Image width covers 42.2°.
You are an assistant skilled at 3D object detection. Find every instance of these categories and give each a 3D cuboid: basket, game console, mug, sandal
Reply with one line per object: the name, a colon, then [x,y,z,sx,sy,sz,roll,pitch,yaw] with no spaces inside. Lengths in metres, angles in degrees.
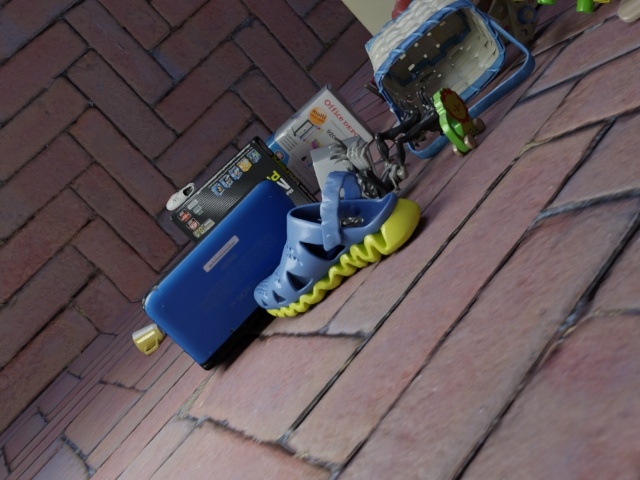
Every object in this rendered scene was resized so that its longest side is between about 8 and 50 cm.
basket: [0.226,-0.309,1.488,0.254,0.201,0.289,-38,40,17]
game console: [-0.148,0.061,1.409,0.293,0.250,0.173,-47,32,-12]
mug: [-0.415,0.242,2.040,0.064,0.078,0.062,-34,-20,5]
sandal: [0.000,0.000,1.242,0.317,0.138,0.126,-39,13,33]

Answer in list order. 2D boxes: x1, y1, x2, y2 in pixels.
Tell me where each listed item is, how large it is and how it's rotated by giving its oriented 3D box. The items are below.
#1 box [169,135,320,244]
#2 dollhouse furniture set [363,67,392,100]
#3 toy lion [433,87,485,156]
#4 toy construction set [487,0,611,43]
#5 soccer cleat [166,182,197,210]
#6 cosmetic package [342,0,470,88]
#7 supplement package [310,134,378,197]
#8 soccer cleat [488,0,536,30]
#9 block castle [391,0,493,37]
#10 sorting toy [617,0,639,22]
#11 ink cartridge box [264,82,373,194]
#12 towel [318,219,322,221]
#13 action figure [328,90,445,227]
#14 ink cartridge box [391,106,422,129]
box: [-0.167,-0.066,1.856,0.270,0.216,0.060,-40,10,15]
dollhouse furniture set: [0.283,-0.545,2.320,0.374,0.152,0.201,-59,8,13]
toy lion: [0.211,-0.192,1.301,0.034,0.096,0.100,-35,15,38]
toy construction set: [0.374,-0.448,1.431,0.327,0.214,0.151,174,97,-73]
soccer cleat: [-0.308,-0.097,1.834,0.083,0.029,0.035,-38,6,3]
cosmetic package: [0.209,-0.500,1.887,0.160,0.309,0.113,-38,12,31]
supplement package: [0.046,-0.123,1.529,0.105,0.105,0.179,-18,12,1]
soccer cleat: [0.412,-0.567,1.847,0.116,0.143,0.331,-34,15,40]
block castle: [0.275,-0.658,1.655,0.453,0.212,0.303,-57,-31,-9]
sorting toy: [0.520,-0.404,1.168,0.193,0.038,0.208,-33,20,44]
ink cartridge box: [-0.007,-0.252,2.086,0.232,0.171,0.168,-42,12,12]
towel: [0.013,-0.048,1.640,0.119,0.029,0.067,-41,11,15]
action figure: [0.079,-0.115,1.342,0.276,0.141,0.164,-53,23,-10]
ink cartridge box: [0.193,-0.255,1.765,0.083,0.028,0.048,-32,16,45]
